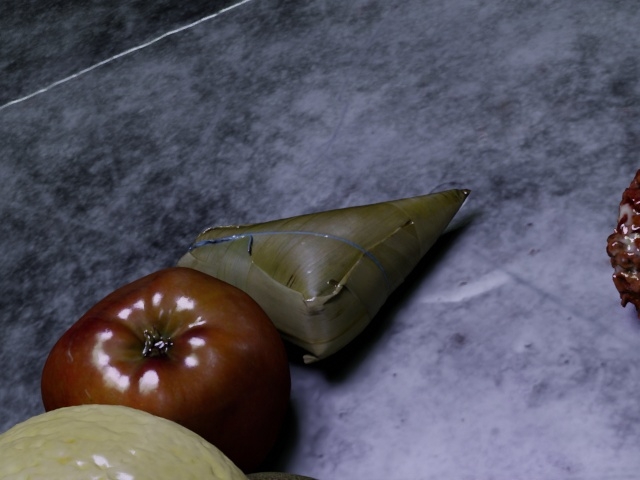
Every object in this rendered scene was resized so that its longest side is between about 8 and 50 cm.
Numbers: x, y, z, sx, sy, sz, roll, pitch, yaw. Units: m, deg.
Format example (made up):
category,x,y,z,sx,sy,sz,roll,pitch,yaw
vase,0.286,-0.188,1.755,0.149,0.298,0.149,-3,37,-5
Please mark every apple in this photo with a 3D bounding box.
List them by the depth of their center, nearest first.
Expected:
category,x,y,z,sx,sy,sz,roll,pitch,yaw
apple,-0.136,0.131,1.148,0.234,0.234,0.234,-14,43,14

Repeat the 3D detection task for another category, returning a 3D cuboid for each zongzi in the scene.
category,x,y,z,sx,sy,sz,roll,pitch,yaw
zongzi,0.000,0.000,1.294,0.228,0.115,0.256,16,50,43

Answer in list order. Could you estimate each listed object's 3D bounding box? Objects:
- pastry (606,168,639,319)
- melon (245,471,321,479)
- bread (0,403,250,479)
category,x,y,z,sx,sy,sz,roll,pitch,yaw
pastry,0.332,-0.024,1.148,0.097,0.115,0.208,-2,48,43
melon,-0.033,0.246,1.066,0.162,0.099,0.099,-3,46,20
bread,-0.173,0.283,0.962,0.320,0.321,0.237,0,24,27
